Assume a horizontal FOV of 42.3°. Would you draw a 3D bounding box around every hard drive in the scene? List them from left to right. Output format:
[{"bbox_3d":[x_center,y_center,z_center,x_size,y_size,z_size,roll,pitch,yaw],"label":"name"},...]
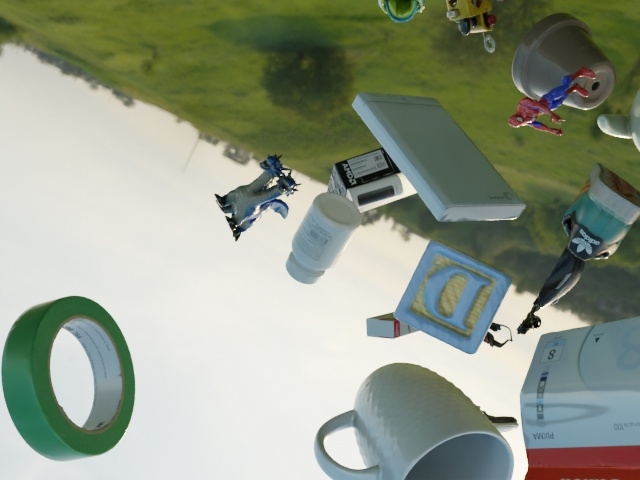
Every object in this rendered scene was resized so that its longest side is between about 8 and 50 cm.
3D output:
[{"bbox_3d":[0.243,-0.179,1.721,0.233,0.047,0.353,-3,-133,-37],"label":"hard drive"}]

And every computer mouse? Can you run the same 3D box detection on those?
[{"bbox_3d":[0.540,0.110,1.886,0.060,0.262,0.184,32,-172,17],"label":"computer mouse"}]

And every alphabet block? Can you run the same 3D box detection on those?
[{"bbox_3d":[0.288,0.117,1.808,0.193,0.192,0.197,28,-176,7],"label":"alphabet block"}]

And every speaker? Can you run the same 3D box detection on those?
[{"bbox_3d":[0.140,-0.123,2.097,0.136,0.055,0.055,-16,-169,-7],"label":"speaker"}]

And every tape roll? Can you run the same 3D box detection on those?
[{"bbox_3d":[-0.491,0.272,1.648,0.077,0.321,0.321,-15,169,18],"label":"tape roll"}]

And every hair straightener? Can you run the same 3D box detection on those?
[{"bbox_3d":[0.396,0.201,2.098,0.230,0.089,0.047,26,149,39],"label":"hair straightener"}]

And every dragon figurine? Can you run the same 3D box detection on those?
[{"bbox_3d":[-0.107,-0.070,1.487,0.289,0.144,0.085,99,145,-78],"label":"dragon figurine"}]

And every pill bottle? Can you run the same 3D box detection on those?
[{"bbox_3d":[0.000,0.000,2.083,0.131,0.229,0.131,18,-140,-16],"label":"pill bottle"}]

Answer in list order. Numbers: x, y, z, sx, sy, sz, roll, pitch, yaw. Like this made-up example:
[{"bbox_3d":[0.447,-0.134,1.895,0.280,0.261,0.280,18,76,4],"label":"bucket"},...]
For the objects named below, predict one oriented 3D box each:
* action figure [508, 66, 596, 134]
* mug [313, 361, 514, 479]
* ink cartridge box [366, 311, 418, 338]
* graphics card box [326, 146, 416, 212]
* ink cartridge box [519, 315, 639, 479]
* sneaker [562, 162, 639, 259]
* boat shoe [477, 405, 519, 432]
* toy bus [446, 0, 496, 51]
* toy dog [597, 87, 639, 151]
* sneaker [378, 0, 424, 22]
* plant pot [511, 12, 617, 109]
[{"bbox_3d":[0.580,-0.318,2.005,0.139,0.280,0.091,47,151,32],"label":"action figure"},{"bbox_3d":[0.169,0.429,1.779,0.374,0.276,0.328,-9,-152,-19],"label":"mug"},{"bbox_3d":[0.234,0.271,2.655,0.109,0.063,0.150,-1,-176,41],"label":"ink cartridge box"},{"bbox_3d":[0.206,-0.186,2.288,0.233,0.371,0.094,106,141,-71],"label":"graphics card box"},{"bbox_3d":[0.462,0.313,1.423,0.091,0.385,0.308,42,148,-18],"label":"ink cartridge box"},{"bbox_3d":[0.438,-0.043,1.302,0.108,0.121,0.302,39,-159,14],"label":"sneaker"},{"bbox_3d":[0.361,0.416,1.947,0.206,0.065,0.075,-6,152,20],"label":"boat shoe"},{"bbox_3d":[0.381,-0.608,2.159,0.202,0.104,0.191,58,155,26],"label":"toy bus"},{"bbox_3d":[0.777,-0.285,1.629,0.396,0.284,0.408,12,177,11],"label":"toy dog"},{"bbox_3d":[0.207,-0.611,1.941,0.127,0.208,0.319,0,-173,28],"label":"sneaker"},{"bbox_3d":[0.727,-0.495,2.395,0.263,0.263,0.229,23,-161,-40],"label":"plant pot"}]
